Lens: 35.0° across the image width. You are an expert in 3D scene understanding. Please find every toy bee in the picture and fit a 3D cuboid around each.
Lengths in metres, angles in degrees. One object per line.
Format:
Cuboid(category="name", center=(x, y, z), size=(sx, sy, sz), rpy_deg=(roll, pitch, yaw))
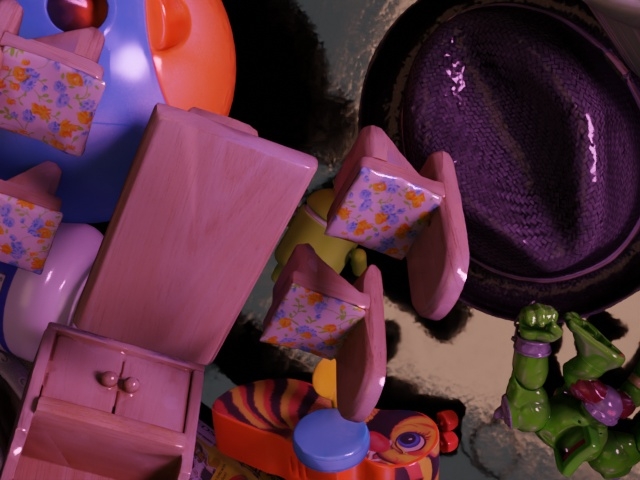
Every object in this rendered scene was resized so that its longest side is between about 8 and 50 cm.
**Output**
Cuboid(category="toy bee", center=(0.047, 0.208, 0.962), size=(0.298, 0.162, 0.195), rpy_deg=(41, 137, 24))

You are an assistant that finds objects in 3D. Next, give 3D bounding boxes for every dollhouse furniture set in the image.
Cuboid(category="dollhouse furniture set", center=(-0.132, 0.089, 0.779), size=(0.362, 0.256, 0.394), rpy_deg=(18, 129, -15))

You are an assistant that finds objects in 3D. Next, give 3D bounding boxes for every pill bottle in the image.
Cuboid(category="pill bottle", center=(-0.311, 0.036, 1.044), size=(0.272, 0.152, 0.152), rpy_deg=(18, 100, 15))

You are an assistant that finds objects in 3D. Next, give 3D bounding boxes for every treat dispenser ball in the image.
Cuboid(category="treat dispenser ball", center=(-0.221, -0.159, 0.926), size=(0.288, 0.288, 0.288), rpy_deg=(1, 95, 18))

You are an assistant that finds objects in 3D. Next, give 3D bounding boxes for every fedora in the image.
Cuboid(category="fedora", center=(0.168, -0.083, 0.878), size=(0.334, 0.152, 0.334), rpy_deg=(2, 95, 18))

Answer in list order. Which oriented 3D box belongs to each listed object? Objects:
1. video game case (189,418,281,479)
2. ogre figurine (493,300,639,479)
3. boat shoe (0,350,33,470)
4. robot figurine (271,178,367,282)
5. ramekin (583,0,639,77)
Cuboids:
Cuboid(category="video game case", center=(-0.133, 0.346, 1.073), size=(0.248, 0.035, 0.275), rpy_deg=(34, 104, 13))
Cuboid(category="ogre figurine", center=(0.238, 0.141, 0.898), size=(0.197, 0.097, 0.118), rpy_deg=(22, 112, -30))
Cuboid(category="boat shoe", center=(-0.279, 0.256, 1.049), size=(0.118, 0.103, 0.320), rpy_deg=(-26, 75, 28))
Cuboid(category="robot figurine", center=(0.000, 0.000, 0.984), size=(0.101, 0.067, 0.115), rpy_deg=(37, 104, 21))
Cuboid(category="ramekin", center=(0.329, -0.241, 0.749), size=(0.303, 0.148, 0.303), rpy_deg=(-18, 53, 25))
